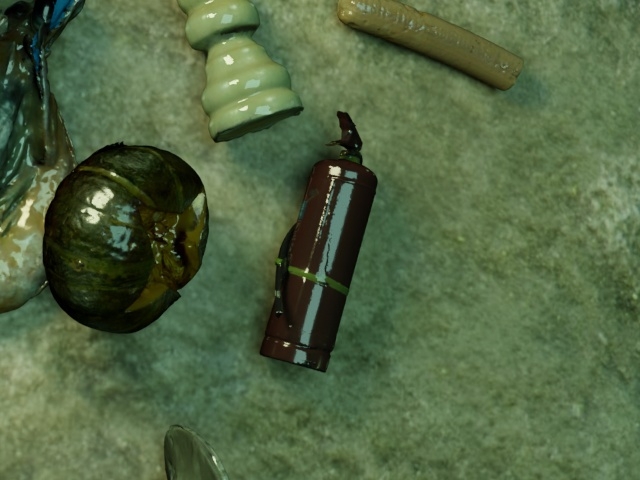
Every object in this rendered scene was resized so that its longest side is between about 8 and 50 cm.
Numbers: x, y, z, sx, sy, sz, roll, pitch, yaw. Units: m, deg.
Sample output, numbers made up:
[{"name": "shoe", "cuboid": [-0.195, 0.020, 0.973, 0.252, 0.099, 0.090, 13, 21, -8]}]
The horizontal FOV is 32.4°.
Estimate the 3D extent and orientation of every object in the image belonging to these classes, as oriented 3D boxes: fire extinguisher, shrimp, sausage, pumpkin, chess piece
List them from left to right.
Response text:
[{"name": "shrimp", "cuboid": [-0.375, -0.117, 1.344, 0.221, 0.110, 0.445, 20, 83, -28]}, {"name": "pumpkin", "cuboid": [-0.239, -0.006, 1.339, 0.159, 0.238, 0.237, 11, 90, 22]}, {"name": "chess piece", "cuboid": [-0.124, -0.263, 1.454, 0.133, 0.133, 0.243, -21, 90, -24]}, {"name": "fire extinguisher", "cuboid": [0.000, 0.000, 1.488, 0.105, 0.141, 0.341, 13, 84, 19]}, {"name": "sausage", "cuboid": [0.160, -0.296, 1.612, 0.301, 0.066, 0.065, 19, 80, -24]}]

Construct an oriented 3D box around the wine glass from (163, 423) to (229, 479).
[{"name": "wine glass", "cuboid": [-0.308, 0.372, 1.270, 0.406, 0.267, 0.267, -14, 93, -28]}]
